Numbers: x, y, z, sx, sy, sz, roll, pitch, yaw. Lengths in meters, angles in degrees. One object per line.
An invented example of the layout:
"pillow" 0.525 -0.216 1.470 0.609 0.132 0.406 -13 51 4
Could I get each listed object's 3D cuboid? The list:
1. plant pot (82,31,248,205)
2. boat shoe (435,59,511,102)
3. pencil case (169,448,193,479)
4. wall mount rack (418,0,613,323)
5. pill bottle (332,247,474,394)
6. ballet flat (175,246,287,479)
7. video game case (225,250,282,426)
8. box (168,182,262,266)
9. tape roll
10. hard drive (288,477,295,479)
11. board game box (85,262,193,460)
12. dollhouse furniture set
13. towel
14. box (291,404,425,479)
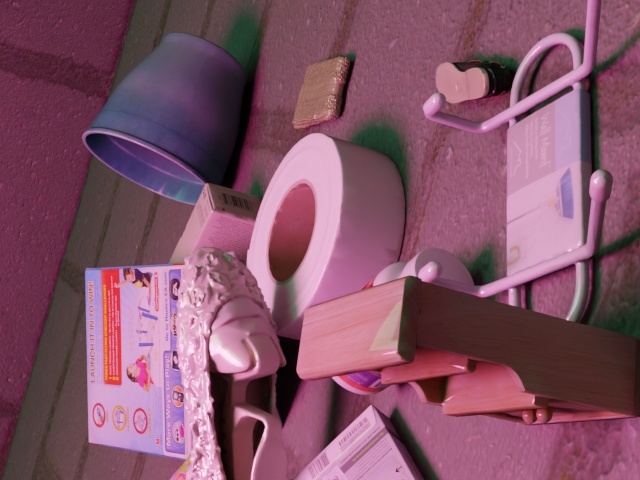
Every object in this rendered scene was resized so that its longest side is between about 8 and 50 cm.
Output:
"plant pot" -0.268 -0.241 1.974 0.271 0.271 0.255 -8 55 63
"boat shoe" 0.179 -0.190 1.249 0.133 0.042 0.049 -159 60 -66
"pencil case" -0.174 0.379 1.556 0.284 0.124 0.124 -57 30 35
"wall mount rack" 0.211 -0.084 1.013 0.304 0.130 0.350 -32 49 56
"pill bottle" 0.088 0.090 1.195 0.193 0.108 0.108 -47 37 45
"ballet flat" -0.092 0.202 1.301 0.147 0.147 0.409 -23 68 59
"video game case" -0.101 0.145 1.532 0.201 0.023 0.183 -106 1 -49
"box" -0.196 0.045 1.813 0.275 0.113 0.094 -60 28 26
"tape roll" 0.000 0.000 1.443 0.286 0.100 0.286 -41 42 50
"hard drive" -0.065 0.401 1.348 0.254 0.054 0.172 -35 29 49
"board game box" -0.272 0.193 1.733 0.302 0.086 0.308 -3 87 47
"dollhouse furniture set" 0.113 0.257 0.869 0.362 0.256 0.394 -23 55 60
"towel" 0.002 -0.234 1.659 0.148 0.027 0.110 -2 73 65
"box" 0.048 0.294 1.185 0.145 0.038 0.186 -45 30 7
